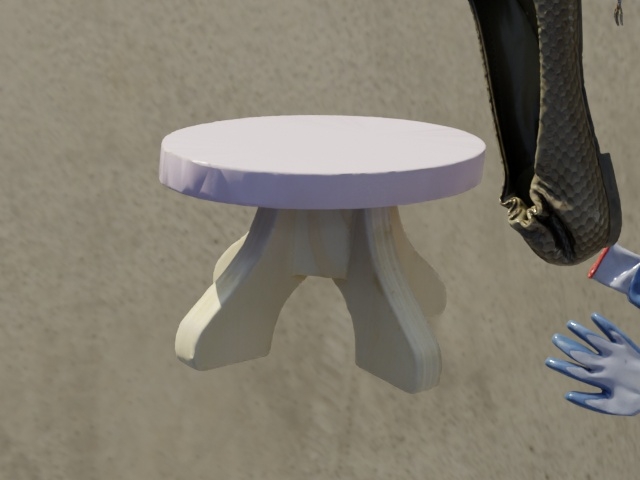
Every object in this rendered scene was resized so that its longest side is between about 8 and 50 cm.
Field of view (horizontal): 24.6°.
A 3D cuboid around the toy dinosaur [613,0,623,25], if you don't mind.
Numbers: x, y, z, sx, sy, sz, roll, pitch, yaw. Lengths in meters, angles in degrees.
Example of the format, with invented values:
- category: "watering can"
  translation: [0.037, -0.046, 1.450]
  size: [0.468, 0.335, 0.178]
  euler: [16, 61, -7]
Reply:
- category: "toy dinosaur"
  translation: [0.257, -0.228, 1.216]
  size: [0.047, 0.090, 0.082]
  euler: [-26, 19, -32]

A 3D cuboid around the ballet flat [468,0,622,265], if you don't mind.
- category: "ballet flat"
  translation: [0.108, -0.104, 0.807]
  size: [0.058, 0.084, 0.249]
  euler: [-18, 102, -16]

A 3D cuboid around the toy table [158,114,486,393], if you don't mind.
- category: "toy table"
  translation: [0.000, 0.000, 1.111]
  size: [0.252, 0.274, 0.160]
  euler: [32, 122, 57]

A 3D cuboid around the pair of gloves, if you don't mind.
- category: "pair of gloves"
  translation: [0.328, 0.091, 1.479]
  size: [0.159, 0.023, 0.198]
  euler: [27, 87, 5]
